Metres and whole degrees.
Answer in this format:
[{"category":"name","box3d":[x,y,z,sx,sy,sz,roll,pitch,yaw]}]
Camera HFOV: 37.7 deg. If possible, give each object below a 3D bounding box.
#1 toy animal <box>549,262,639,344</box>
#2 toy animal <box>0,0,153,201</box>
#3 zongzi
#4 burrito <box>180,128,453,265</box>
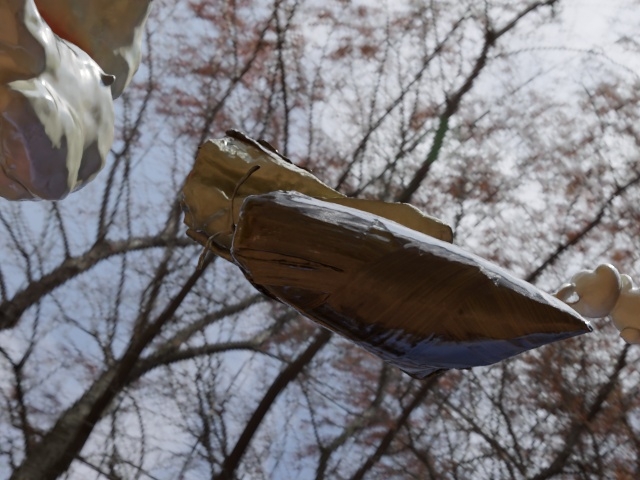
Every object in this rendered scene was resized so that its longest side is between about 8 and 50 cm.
[{"category":"toy animal","box3d":[0.318,0.068,1.049,0.124,0.071,0.085,27,-113,6]},{"category":"toy animal","box3d":[-0.205,-0.148,0.741,0.308,0.188,0.266,-33,-117,58]},{"category":"zongzi","box3d":[0.051,0.020,0.738,0.111,0.247,0.241,-66,-164,-19]},{"category":"burrito","box3d":[-0.001,0.000,1.088,0.332,0.190,0.135,25,-116,22]}]
